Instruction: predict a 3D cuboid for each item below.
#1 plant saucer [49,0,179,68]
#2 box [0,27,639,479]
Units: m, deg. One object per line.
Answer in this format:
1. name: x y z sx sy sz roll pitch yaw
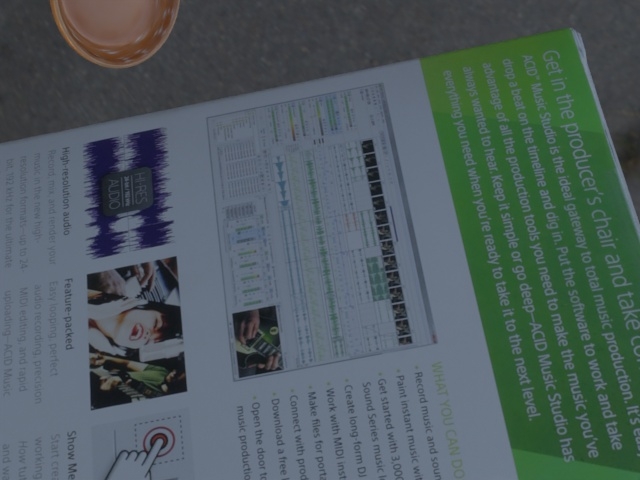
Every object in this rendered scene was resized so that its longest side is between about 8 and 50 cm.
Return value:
1. plant saucer: -0.270 -0.325 1.643 0.200 0.037 0.200 -11 106 -43
2. box: -0.024 0.043 0.520 0.321 0.232 0.058 -11 146 4
